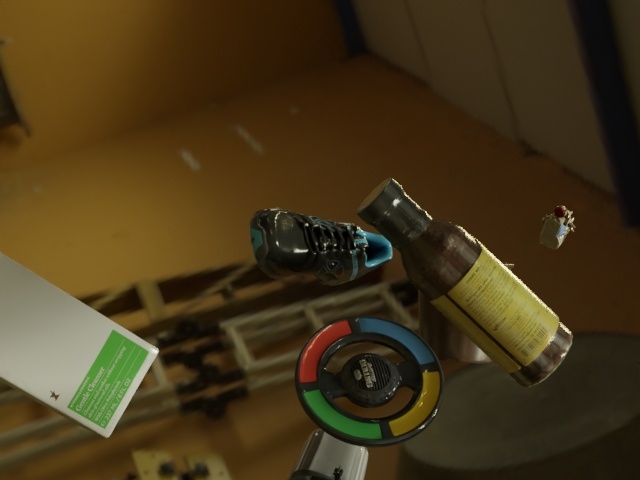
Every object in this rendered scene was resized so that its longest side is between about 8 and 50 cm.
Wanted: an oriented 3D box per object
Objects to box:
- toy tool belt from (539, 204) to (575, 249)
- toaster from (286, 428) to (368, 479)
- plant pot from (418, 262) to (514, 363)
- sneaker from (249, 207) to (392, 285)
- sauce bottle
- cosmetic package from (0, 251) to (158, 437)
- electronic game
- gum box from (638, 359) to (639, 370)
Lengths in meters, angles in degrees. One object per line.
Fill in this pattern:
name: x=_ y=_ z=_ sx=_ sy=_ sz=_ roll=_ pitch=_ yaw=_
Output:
toy tool belt: x=0.393 y=-0.029 z=2.149 sx=0.052 sy=0.051 sz=0.083 roll=33 pitch=-52 yaw=23
toaster: x=0.003 y=0.415 z=2.169 sx=0.146 sy=0.129 sz=0.227 roll=-67 pitch=174 yaw=-58
plant pot: x=0.229 y=0.114 z=2.150 sx=0.167 sy=0.166 sz=0.165 roll=-174 pitch=-91 yaw=-80
sneaker: x=0.000 y=0.000 z=2.274 sx=0.341 sy=0.139 sz=0.125 roll=9 pitch=69 yaw=-59
sauce bottle: x=0.196 y=0.052 z=1.800 sx=0.344 sy=0.111 sz=0.111 roll=44 pitch=-6 yaw=-9
cosmetic package: x=-0.507 y=0.182 z=2.363 sx=0.365 sy=0.197 sz=0.155 roll=34 pitch=-13 yaw=-25
electronic game: x=0.075 y=0.211 z=1.984 sx=0.048 sy=0.229 sz=0.229 roll=98 pitch=-29 yaw=-52
gum box: x=0.536 y=0.249 z=1.894 sx=0.062 sy=0.107 sz=0.188 roll=-30 pitch=-118 yaw=51
